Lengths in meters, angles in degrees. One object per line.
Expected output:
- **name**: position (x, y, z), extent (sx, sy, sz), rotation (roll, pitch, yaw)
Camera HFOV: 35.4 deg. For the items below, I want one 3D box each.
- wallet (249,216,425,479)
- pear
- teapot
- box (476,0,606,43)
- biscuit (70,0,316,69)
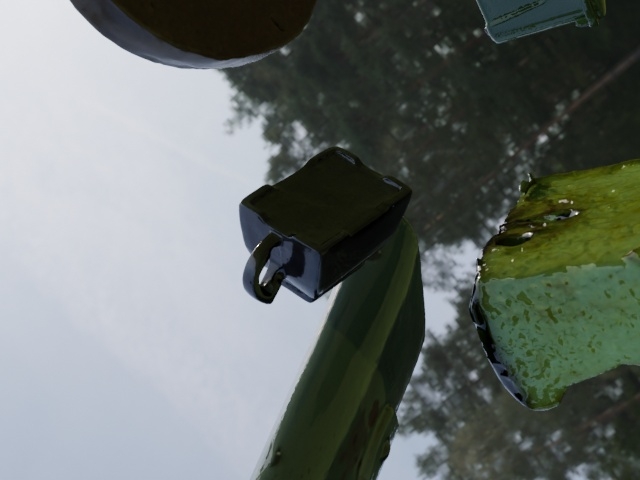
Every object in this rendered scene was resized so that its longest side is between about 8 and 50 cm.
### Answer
- **wallet**: position (0.025, 0.172, 1.004), extent (0.252, 0.083, 0.360), rotation (73, -143, -53)
- **pear**: position (0.285, 0.023, 0.871), extent (0.164, 0.255, 0.238), rotation (65, -148, -17)
- **teapot**: position (0.000, 0.000, 0.820), extent (0.087, 0.096, 0.177), rotation (32, -135, 25)
- **box**: position (0.274, -0.457, 1.433), extent (0.329, 0.177, 0.253), rotation (57, -155, -28)
- **biscuit**: position (-0.128, -0.353, 0.949), extent (0.350, 0.070, 0.395), rotation (-3, -97, -40)
